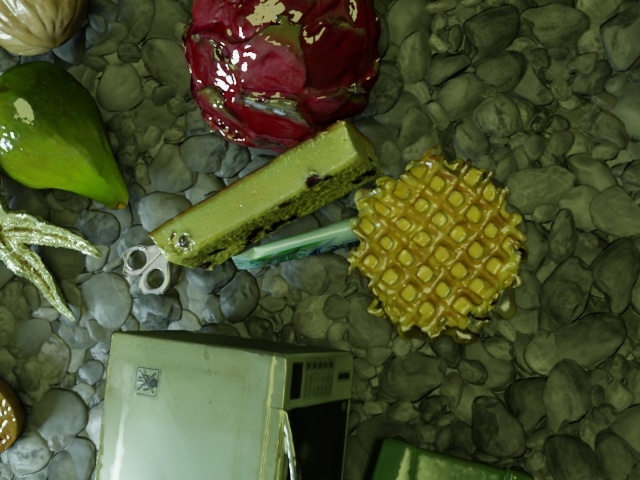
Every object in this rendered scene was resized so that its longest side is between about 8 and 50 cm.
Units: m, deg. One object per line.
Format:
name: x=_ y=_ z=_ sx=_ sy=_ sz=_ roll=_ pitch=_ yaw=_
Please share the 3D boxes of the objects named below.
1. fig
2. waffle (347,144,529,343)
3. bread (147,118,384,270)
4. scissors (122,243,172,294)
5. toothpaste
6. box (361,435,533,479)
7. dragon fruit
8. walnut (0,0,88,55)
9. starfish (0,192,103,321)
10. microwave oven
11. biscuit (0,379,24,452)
fig: x=-0.418 y=-0.157 z=1.227 sx=0.275 sy=0.206 sz=0.206 roll=38 pitch=88 yaw=-9
waffle: x=0.189 y=0.020 z=1.200 sx=0.329 sy=0.062 sz=0.329 roll=-1 pitch=95 yaw=-10
bread: x=-0.083 y=-0.060 z=1.168 sx=0.361 sy=0.138 sz=0.077 roll=-28 pitch=73 yaw=15
scissors: x=-0.254 y=0.006 z=1.274 sx=0.100 sy=0.015 sz=0.189 roll=43 pitch=88 yaw=8
toothpaste: x=0.000 y=0.000 z=1.237 sx=0.297 sy=0.075 sz=0.048 roll=-16 pitch=73 yaw=-1
box: x=0.168 y=0.386 z=1.071 sx=0.252 sy=0.329 sz=0.178 roll=15 pitch=78 yaw=4
dragon fruit: x=-0.057 y=-0.292 z=1.143 sx=0.329 sy=0.329 sz=0.329 roll=0 pitch=85 yaw=3
walnut: x=-0.495 y=-0.435 z=1.227 sx=0.225 sy=0.225 sz=0.261 roll=-27 pitch=89 yaw=1
starfish: x=-0.540 y=0.002 z=1.239 sx=0.347 sy=0.078 sz=0.358 roll=-25 pitch=113 yaw=20
microwave oven: x=-0.137 y=0.342 z=1.096 sx=0.333 sy=0.247 sz=0.394 roll=4 pitch=86 yaw=23
biscuit: x=-0.694 y=0.226 z=1.237 sx=0.432 sy=0.064 sz=0.283 roll=26 pitch=104 yaw=-6
